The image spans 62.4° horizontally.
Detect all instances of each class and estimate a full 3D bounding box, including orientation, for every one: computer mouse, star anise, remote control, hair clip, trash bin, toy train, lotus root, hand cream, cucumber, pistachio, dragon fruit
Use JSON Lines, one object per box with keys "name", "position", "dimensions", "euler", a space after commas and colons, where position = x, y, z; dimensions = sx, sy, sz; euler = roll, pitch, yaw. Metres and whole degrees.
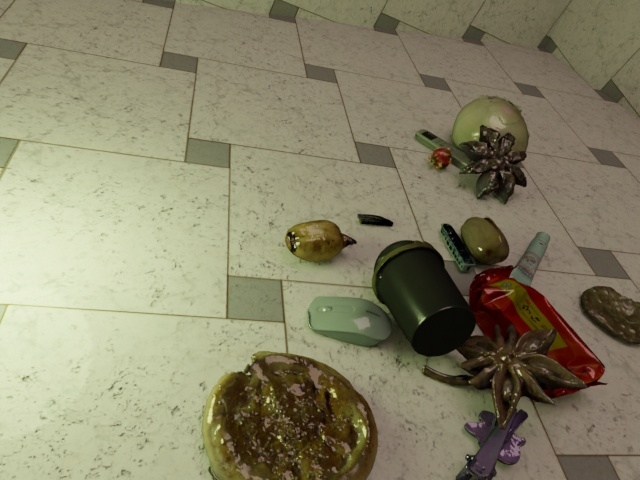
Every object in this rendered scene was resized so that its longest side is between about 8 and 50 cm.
{"name": "computer mouse", "position": [0.077, 0.203, 1.393], "dimensions": [0.230, 0.079, 0.128], "euler": [13, 38, -2]}
{"name": "star anise", "position": [0.689, -0.302, 2.071], "dimensions": [0.331, 0.117, 0.332], "euler": [2, 82, -13]}
{"name": "remote control", "position": [0.537, -0.382, 2.242], "dimensions": [0.309, 0.038, 0.090], "euler": [39, 44, 23]}
{"name": "hair clip", "position": [0.385, 0.470, 1.210], "dimensions": [0.137, 0.091, 0.278], "euler": [26, 31, 28]}
{"name": "trash bin", "position": [0.256, 0.131, 1.417], "dimensions": [0.214, 0.214, 0.334], "euler": [2, 36, -19]}
{"name": "toy train", "position": [0.450, 0.018, 1.756], "dimensions": [0.043, 0.047, 0.208], "euler": [3, 42, -19]}
{"name": "lotus root", "position": [0.000, 0.000, 1.556], "dimensions": [0.220, 0.118, 0.125], "euler": [-3, 77, -27]}
{"name": "hand cream", "position": [0.710, 0.073, 1.795], "dimensions": [0.085, 0.058, 0.331], "euler": [45, 50, 4]}
{"name": "star anise", "position": [0.454, 0.317, 1.307], "dimensions": [0.349, 0.109, 0.292], "euler": [-24, 29, -10]}
{"name": "cucumber", "position": [0.183, -0.070, 1.764], "dimensions": [0.134, 0.034, 0.033], "euler": [2, 38, -20]}
{"name": "pistachio", "position": [0.546, -0.004, 1.756], "dimensions": [0.129, 0.131, 0.206], "euler": [11, 36, -22]}
{"name": "dragon fruit", "position": [0.481, -0.331, 2.133], "dimensions": [0.116, 0.081, 0.086], "euler": [-10, 58, -30]}

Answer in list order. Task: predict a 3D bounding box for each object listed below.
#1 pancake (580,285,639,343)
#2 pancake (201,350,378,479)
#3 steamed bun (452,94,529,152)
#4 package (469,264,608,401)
{"name": "pancake", "position": [0.960, 0.238, 1.708], "dimensions": [0.236, 0.042, 0.223], "euler": [18, 45, 4]}
{"name": "pancake", "position": [-0.070, 0.391, 1.129], "dimensions": [0.381, 0.071, 0.383], "euler": [11, 41, -10]}
{"name": "steamed bun", "position": [0.745, -0.476, 2.276], "dimensions": [0.333, 0.233, 0.312], "euler": [23, 40, 7]}
{"name": "package", "position": [0.585, 0.257, 1.482], "dimensions": [0.195, 0.123, 0.424], "euler": [-7, 47, -27]}
